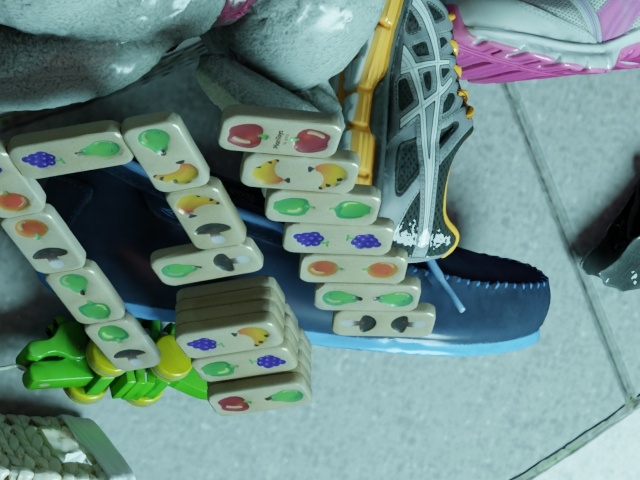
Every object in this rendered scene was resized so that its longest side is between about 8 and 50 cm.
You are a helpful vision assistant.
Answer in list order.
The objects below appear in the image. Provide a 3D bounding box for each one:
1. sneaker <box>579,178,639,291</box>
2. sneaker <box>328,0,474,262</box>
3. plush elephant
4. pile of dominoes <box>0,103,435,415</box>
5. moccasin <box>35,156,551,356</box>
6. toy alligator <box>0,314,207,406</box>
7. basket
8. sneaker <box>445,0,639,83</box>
[{"bbox_3d":[0.262,-0.026,1.240,0.089,0.051,0.170,37,91,-35],"label":"sneaker"},{"bbox_3d":[0.049,-0.086,1.012,0.083,0.084,0.214,13,81,-16],"label":"sneaker"},{"bbox_3d":[-0.076,-0.166,0.920,0.255,0.330,0.271,24,90,-50],"label":"plush elephant"},{"bbox_3d":[-0.055,0.018,0.926,0.196,0.040,0.251,-9,147,13],"label":"pile of dominoes"},{"bbox_3d":[0.000,0.000,1.071,0.342,0.138,0.116,7,97,-29],"label":"moccasin"},{"bbox_3d":[-0.144,0.067,1.069,0.190,0.056,0.051,6,61,-27],"label":"toy alligator"},{"bbox_3d":[-0.191,0.191,1.047,0.103,0.113,0.167,14,99,-25],"label":"basket"},{"bbox_3d":[0.163,-0.161,1.120,0.252,0.103,0.111,-11,97,-41],"label":"sneaker"}]
